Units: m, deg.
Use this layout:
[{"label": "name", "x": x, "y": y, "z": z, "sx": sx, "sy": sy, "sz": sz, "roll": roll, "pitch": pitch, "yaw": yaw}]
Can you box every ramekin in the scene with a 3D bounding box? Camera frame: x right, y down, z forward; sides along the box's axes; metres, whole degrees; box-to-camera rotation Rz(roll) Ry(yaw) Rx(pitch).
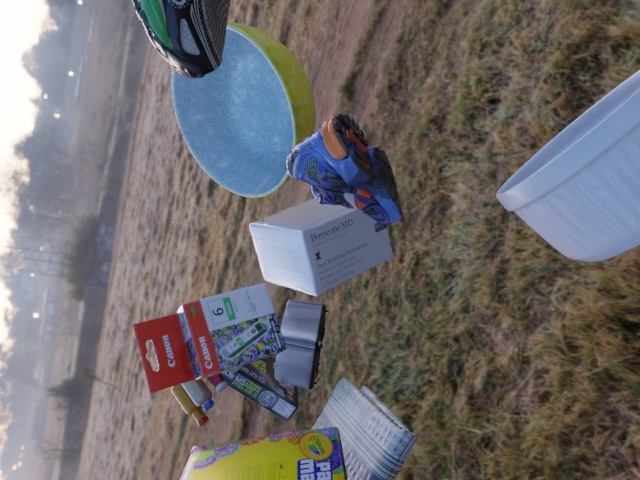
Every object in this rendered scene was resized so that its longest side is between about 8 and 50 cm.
[{"label": "ramekin", "x": 0.289, "y": -0.072, "z": 0.528, "sx": 0.109, "sy": 0.207, "sz": 0.207, "roll": 49, "pitch": 142, "yaw": 3}]

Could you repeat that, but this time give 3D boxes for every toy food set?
[{"label": "toy food set", "x": -0.204, "y": 0.271, "z": 1.124, "sx": 0.104, "sy": 0.232, "sz": 0.111, "roll": 47, "pitch": 171, "yaw": 22}]

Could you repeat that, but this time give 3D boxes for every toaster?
[{"label": "toaster", "x": -0.046, "y": 0.256, "z": 1.370, "sx": 0.168, "sy": 0.110, "sz": 0.186, "roll": -79, "pitch": -3, "yaw": -54}]

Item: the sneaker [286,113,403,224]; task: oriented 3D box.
[{"label": "sneaker", "x": 0.035, "y": -0.074, "z": 0.645, "sx": 0.087, "sy": 0.221, "sz": 0.083, "roll": -18, "pitch": 62, "yaw": 23}]

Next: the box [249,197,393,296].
[{"label": "box", "x": 0.000, "y": 0.000, "z": 0.976, "sx": 0.181, "sy": 0.180, "sz": 0.119, "roll": 9, "pitch": 118, "yaw": 54}]

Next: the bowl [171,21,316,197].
[{"label": "bowl", "x": -0.106, "y": -0.236, "z": 0.943, "sx": 0.289, "sy": 0.156, "sz": 0.290, "roll": 21, "pitch": 126, "yaw": 31}]

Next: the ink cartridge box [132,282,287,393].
[{"label": "ink cartridge box", "x": -0.092, "y": 0.081, "z": 0.455, "sx": 0.029, "sy": 0.115, "sz": 0.063, "roll": -40, "pitch": 66, "yaw": 58}]

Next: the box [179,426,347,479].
[{"label": "box", "x": -0.040, "y": 0.383, "z": 0.505, "sx": 0.290, "sy": 0.176, "sz": 0.280, "roll": -102, "pitch": 4, "yaw": -80}]

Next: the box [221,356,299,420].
[{"label": "box", "x": -0.191, "y": 0.399, "z": 1.617, "sx": 0.060, "sy": 0.270, "sz": 0.216, "roll": -54, "pitch": 10, "yaw": 9}]

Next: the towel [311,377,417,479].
[{"label": "towel", "x": 0.039, "y": 0.454, "z": 1.072, "sx": 0.312, "sy": 0.056, "sz": 0.324, "roll": -58, "pitch": 19, "yaw": -5}]

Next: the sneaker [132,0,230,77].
[{"label": "sneaker", "x": -0.077, "y": -0.304, "z": 0.438, "sx": 0.134, "sy": 0.146, "sz": 0.344, "roll": -169, "pitch": 88, "yaw": -87}]
